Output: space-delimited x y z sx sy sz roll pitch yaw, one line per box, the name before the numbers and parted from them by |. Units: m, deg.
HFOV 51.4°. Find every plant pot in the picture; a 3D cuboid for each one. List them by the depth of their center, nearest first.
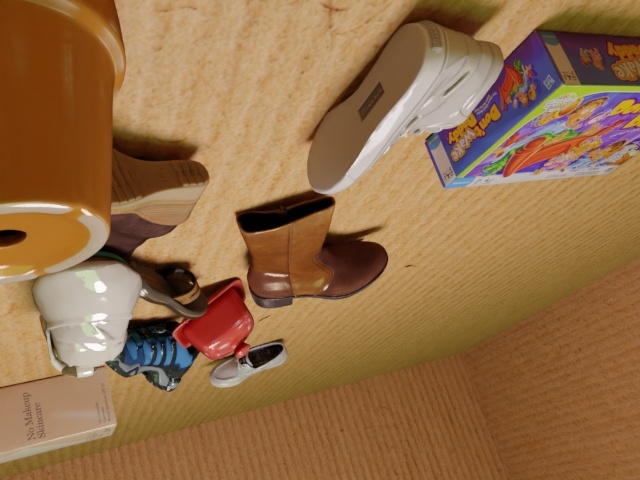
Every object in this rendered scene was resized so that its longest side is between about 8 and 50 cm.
plant pot | -0.227 -0.079 0.457 0.205 0.188 0.205 -16 161 -6

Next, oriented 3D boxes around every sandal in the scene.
sandal | -0.234 0.068 1.061 0.060 0.090 0.219 -42 151 2

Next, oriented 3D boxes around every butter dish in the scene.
butter dish | -0.181 0.173 1.264 0.160 0.118 0.160 -40 166 -14

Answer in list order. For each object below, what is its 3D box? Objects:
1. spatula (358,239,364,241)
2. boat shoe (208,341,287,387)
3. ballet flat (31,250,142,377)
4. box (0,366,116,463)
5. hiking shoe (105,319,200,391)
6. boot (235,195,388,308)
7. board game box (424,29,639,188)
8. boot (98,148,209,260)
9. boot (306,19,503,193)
spatula | -0.023 0.065 1.319 0.168 0.019 0.242 -17 162 -23
boat shoe | -0.199 0.331 1.820 0.227 0.079 0.081 -19 153 -12
ballet flat | -0.322 0.119 0.916 0.139 0.139 0.400 -9 169 -26
box | -0.627 0.392 1.473 0.311 0.148 0.121 -10 158 -28
hiking shoe | -0.341 0.198 1.306 0.132 0.113 0.304 -48 154 -5
boot | 0.000 0.000 1.088 0.264 0.096 0.280 -8 151 -7
board game box | 0.351 -0.171 0.908 0.347 0.078 0.233 -7 158 -29
boot | -0.262 -0.023 0.729 0.207 0.090 0.248 -35 159 34
boot | 0.091 -0.131 0.747 0.123 0.095 0.258 2 152 -32
